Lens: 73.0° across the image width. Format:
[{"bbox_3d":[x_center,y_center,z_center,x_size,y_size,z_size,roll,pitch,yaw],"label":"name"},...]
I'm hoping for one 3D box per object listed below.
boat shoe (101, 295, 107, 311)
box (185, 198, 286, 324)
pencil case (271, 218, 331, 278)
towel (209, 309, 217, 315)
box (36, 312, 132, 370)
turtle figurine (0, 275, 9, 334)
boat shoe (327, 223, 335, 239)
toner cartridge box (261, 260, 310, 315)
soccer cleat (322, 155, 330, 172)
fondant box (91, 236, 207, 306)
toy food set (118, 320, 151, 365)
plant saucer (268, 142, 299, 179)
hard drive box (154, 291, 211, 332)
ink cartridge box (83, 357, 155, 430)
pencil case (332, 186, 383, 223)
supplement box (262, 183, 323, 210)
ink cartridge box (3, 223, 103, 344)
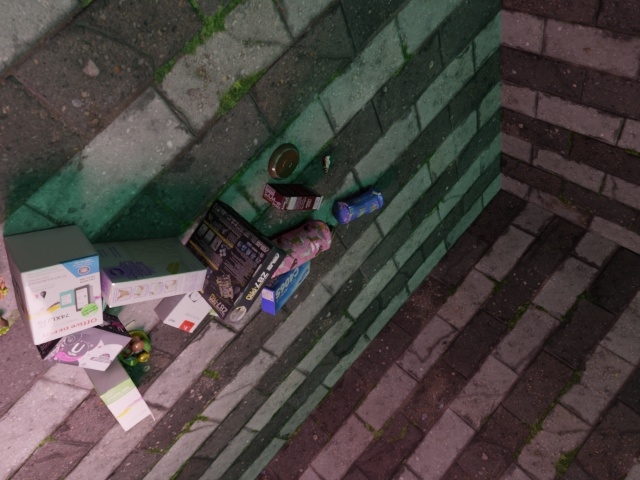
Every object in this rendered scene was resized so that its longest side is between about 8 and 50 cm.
[{"bbox_3d":[-0.775,0.215,1.562,0.035,0.035,0.100,2,110,-52],"label":"boat shoe"},{"bbox_3d":[-0.350,0.069,1.616,0.318,0.395,0.097,-55,144,1],"label":"box"},{"bbox_3d":[-0.125,0.031,2.058,0.386,0.160,0.167,-26,134,-33],"label":"pencil case"},{"bbox_3d":[-0.447,0.312,2.051,0.113,0.023,0.152,-57,143,1],"label":"towel"},{"bbox_3d":[-0.827,0.338,1.511,0.163,0.142,0.247,-51,145,-4],"label":"box"},{"bbox_3d":[-1.016,0.217,1.232,0.269,0.087,0.217,-41,152,-32],"label":"turtle figurine"},{"bbox_3d":[0.000,0.000,2.254,0.207,0.073,0.073,-55,148,1],"label":"boat shoe"},{"bbox_3d":[-0.164,0.188,2.122,0.348,0.075,0.165,-50,153,-45],"label":"toner cartridge box"},{"bbox_3d":[0.030,-0.356,2.020,0.036,0.029,0.083,-26,133,-28],"label":"soccer cleat"},{"bbox_3d":[-0.597,0.095,1.484,0.330,0.238,0.096,-8,126,-46],"label":"fondant box"},{"bbox_3d":[-0.752,0.438,1.749,0.128,0.071,0.218,-35,141,-25],"label":"toy food set"},{"bbox_3d":[-0.147,-0.328,1.835,0.168,0.029,0.168,-31,141,-29],"label":"plant saucer"},{"bbox_3d":[-0.544,0.252,1.818,0.232,0.089,0.181,-51,145,-3],"label":"hard drive box"},{"bbox_3d":[-0.798,0.607,1.721,0.119,0.207,0.353,-33,140,-29],"label":"ink cartridge box"},{"bbox_3d":[0.209,-0.189,2.291,0.306,0.119,0.133,-25,166,-36],"label":"pencil case"},{"bbox_3d":[-0.119,-0.191,1.898,0.239,0.130,0.073,-5,124,-47],"label":"supplement box"},{"bbox_3d":[-0.800,0.128,1.310,0.198,0.197,0.270,-17,132,-40],"label":"ink cartridge box"}]
